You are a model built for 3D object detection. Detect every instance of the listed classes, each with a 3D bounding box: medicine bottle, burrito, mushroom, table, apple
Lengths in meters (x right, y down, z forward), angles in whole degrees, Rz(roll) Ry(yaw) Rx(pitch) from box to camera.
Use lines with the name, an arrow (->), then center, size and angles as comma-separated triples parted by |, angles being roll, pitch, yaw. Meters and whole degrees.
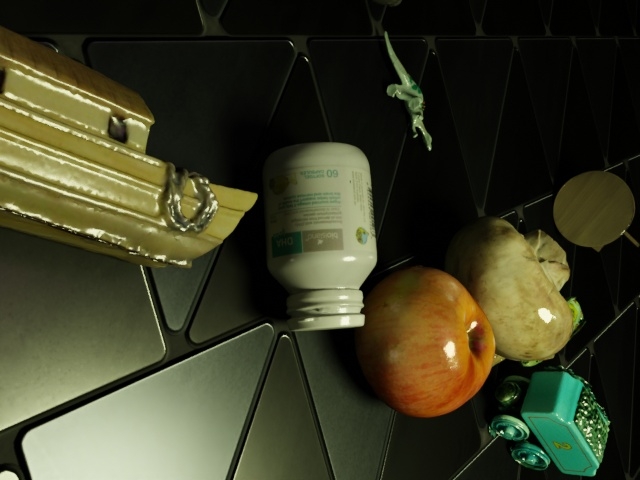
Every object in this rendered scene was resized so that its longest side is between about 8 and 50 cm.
medicine bottle -> 0.000, 0.000, 0.803 | 0.135, 0.135, 0.215 | 6, 77, -46
burrito -> 0.455, 0.164, 1.305 | 0.288, 0.054, 0.104 | -22, 97, -47
mushroom -> 0.297, 0.080, 1.033 | 0.184, 0.255, 0.255 | -40, 113, -11
table -> 0.645, -0.047, 1.495 | 0.226, 0.167, 0.167 | 19, 68, -52
apple -> 0.144, 0.137, 0.904 | 0.209, 0.164, 0.210 | 15, 70, -47

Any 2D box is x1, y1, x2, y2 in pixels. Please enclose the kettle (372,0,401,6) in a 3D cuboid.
kettle -> 0.070, -0.578, 0.959 | 0.376, 0.250, 0.361 | 36, 77, -39

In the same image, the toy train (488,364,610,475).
toy train -> 0.395, 0.313, 1.130 | 0.203, 0.163, 0.112 | 50, 51, -26

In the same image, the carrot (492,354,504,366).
carrot -> 0.249, 0.206, 1.088 | 0.254, 0.049, 0.049 | -18, 94, -44

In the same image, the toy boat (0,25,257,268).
toy boat -> -0.241, -0.085, 0.586 | 0.445, 0.136, 0.162 | 23, 69, -46

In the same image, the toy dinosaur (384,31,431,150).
toy dinosaur -> 0.150, -0.245, 1.092 | 0.106, 0.044, 0.187 | 2, 67, -60
